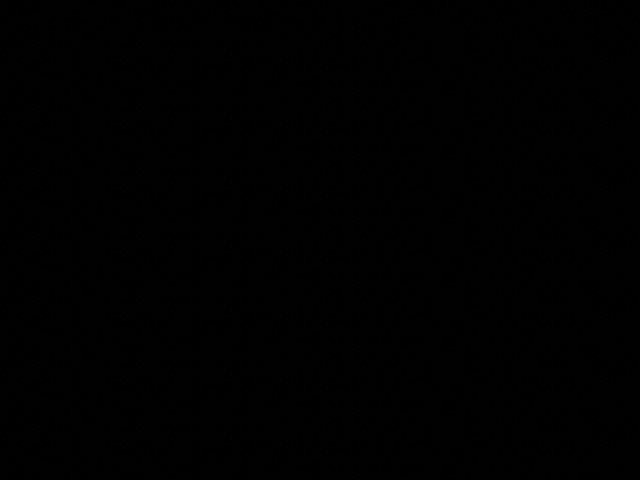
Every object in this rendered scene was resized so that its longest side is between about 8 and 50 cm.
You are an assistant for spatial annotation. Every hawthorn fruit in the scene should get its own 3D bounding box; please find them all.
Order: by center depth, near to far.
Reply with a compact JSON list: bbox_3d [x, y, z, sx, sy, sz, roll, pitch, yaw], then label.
[{"bbox_3d":[0.000,0.000,0.155,0.403,0.403,0.403,-11,117,-24],"label":"hawthorn fruit"}]
